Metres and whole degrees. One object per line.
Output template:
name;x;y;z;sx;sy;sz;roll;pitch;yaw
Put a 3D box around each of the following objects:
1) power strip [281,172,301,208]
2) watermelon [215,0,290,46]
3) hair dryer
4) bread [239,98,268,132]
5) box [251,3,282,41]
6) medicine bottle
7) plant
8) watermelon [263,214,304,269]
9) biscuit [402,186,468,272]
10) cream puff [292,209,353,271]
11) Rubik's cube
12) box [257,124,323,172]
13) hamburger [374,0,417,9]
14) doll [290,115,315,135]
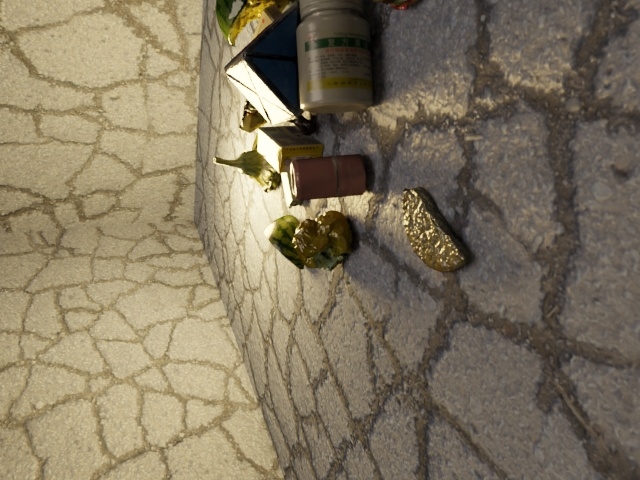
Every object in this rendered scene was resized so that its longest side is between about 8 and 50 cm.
power strip;-0.123;-0.261;2.075;0.078;0.052;0.272;140;122;-62
watermelon;-0.260;-0.880;1.860;0.189;0.331;0.331;40;149;0
hair dryer;0.002;-0.217;1.647;0.352;0.211;0.125;-123;27;-72
bread;-0.233;-0.556;1.892;0.198;0.236;0.263;41;151;3
box;-0.179;-0.694;1.980;0.214;0.069;0.353;51;150;1
medicine bottle;0.038;-0.541;1.449;0.208;0.208;0.339;-169;75;-65
plant;-0.294;-0.318;2.291;0.306;0.297;0.261;-28;100;48
watermelon;-0.162;-0.012;2.118;0.303;0.128;0.159;-131;42;-54
biscuit;0.264;-0.013;1.263;0.141;0.038;0.289;106;150;-41
cream puff;-0.001;-0.005;1.705;0.221;0.195;0.194;-55;46;52
Rubik's cube;-0.116;-0.543;1.637;0.260;0.259;0.255;49;167;-20
box;-0.117;-0.342;1.906;0.265;0.168;0.097;-134;41;-53
hamburger;0.166;-0.639;1.229;0.175;0.137;0.175;173;90;-70
doll;-0.072;-0.426;1.854;0.139;0.165;0.057;38;104;10
